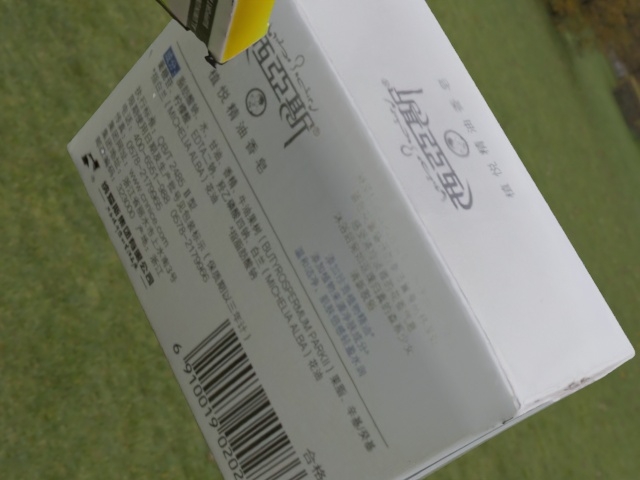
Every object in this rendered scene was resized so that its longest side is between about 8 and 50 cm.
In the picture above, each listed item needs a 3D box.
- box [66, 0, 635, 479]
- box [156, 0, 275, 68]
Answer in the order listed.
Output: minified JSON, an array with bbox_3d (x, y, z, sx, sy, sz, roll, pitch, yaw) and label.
[{"bbox_3d":[0.002,0.000,0.616,0.116,0.203,0.274,-12,68,-47],"label":"box"},{"bbox_3d":[-0.104,-0.190,0.449,0.247,0.033,0.129,45,-24,8],"label":"box"}]
